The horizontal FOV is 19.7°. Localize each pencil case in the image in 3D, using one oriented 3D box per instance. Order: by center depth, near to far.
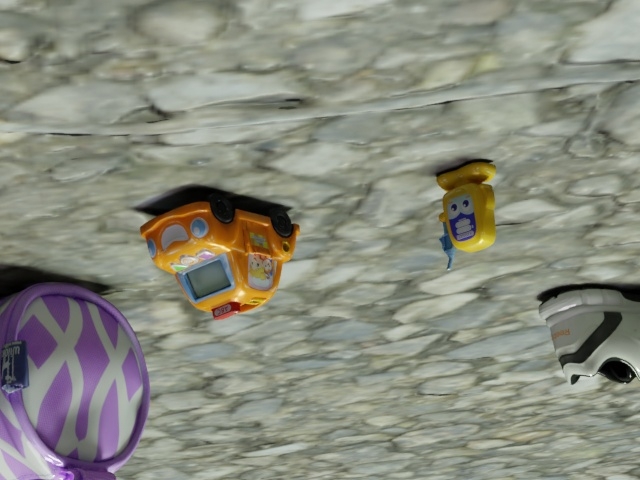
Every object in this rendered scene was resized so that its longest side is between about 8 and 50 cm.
[{"bbox_3d":[-0.161,0.082,0.763,0.206,0.088,0.086,-19,165,36],"label":"pencil case"}]

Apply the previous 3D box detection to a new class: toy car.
[{"bbox_3d":[0.000,0.000,0.650,0.122,0.040,0.060,-14,161,20],"label":"toy car"}]

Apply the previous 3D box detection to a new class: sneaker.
[{"bbox_3d":[0.150,0.047,0.853,0.109,0.043,0.040,0,159,-26],"label":"sneaker"}]
